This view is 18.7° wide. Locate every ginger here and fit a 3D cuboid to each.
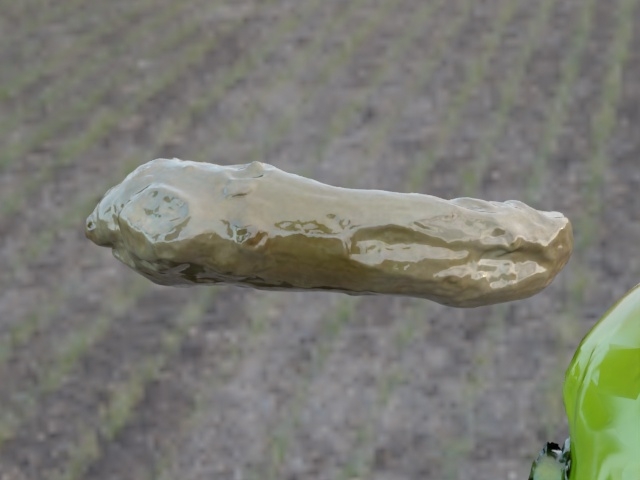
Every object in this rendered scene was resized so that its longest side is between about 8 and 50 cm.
[{"bbox_3d":[0.001,0.000,0.688,0.173,0.051,0.069,9,-1,9],"label":"ginger"}]

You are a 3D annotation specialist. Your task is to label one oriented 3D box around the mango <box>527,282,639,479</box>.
[{"bbox_3d":[0.150,0.063,0.323,0.233,0.125,0.111,18,-10,22],"label":"mango"}]
